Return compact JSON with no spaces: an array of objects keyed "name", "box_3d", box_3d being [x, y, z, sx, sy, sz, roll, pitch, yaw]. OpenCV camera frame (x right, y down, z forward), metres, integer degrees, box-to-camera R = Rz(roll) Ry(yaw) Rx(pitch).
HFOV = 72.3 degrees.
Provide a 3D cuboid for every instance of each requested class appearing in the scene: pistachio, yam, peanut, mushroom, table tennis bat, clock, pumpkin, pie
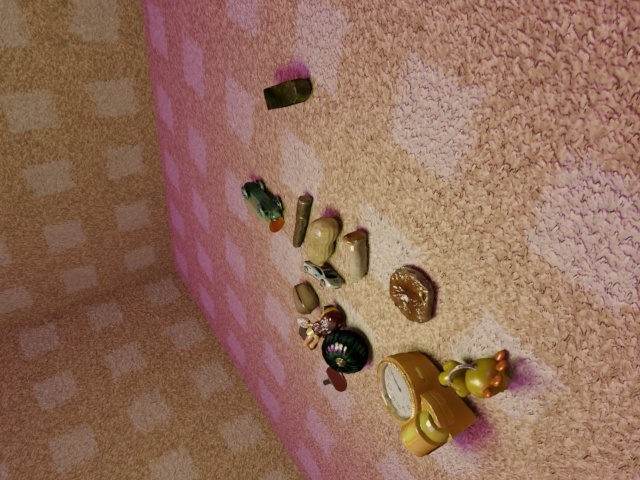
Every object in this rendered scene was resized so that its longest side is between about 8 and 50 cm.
[{"name":"pistachio","box_3d":[-0.074,0.263,1.983,0.149,0.113,0.113,60,149,12]},{"name":"yam","box_3d":[-0.080,-0.075,1.824,0.061,0.061,0.274,48,145,31]},{"name":"peanut","box_3d":[0.000,0.000,1.694,0.123,0.124,0.256,52,150,26]},{"name":"mushroom","box_3d":[0.128,0.062,1.564,0.071,0.084,0.209,-120,20,-58]},{"name":"table tennis bat","box_3d":[0.063,0.673,2.114,0.130,0.019,0.220,61,148,12]},{"name":"clock","box_3d":[0.320,0.521,1.446,0.317,0.200,0.244,60,146,31]},{"name":"pumpkin","box_3d":[0.097,0.452,1.770,0.202,0.140,0.202,15,130,19]},{"name":"pie","box_3d":[0.289,0.173,1.404,0.195,0.046,0.195,38,138,43]}]

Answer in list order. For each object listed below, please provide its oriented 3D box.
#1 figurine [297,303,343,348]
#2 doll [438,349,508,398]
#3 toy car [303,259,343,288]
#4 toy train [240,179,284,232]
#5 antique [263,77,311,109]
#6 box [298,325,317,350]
[{"name":"figurine","box_3d":[0.003,0.369,1.865,0.240,0.175,0.115,-47,42,36]},{"name":"doll","box_3d":[0.440,0.377,1.223,0.135,0.143,0.221,36,153,-1]},{"name":"toy car","box_3d":[0.012,0.135,1.781,0.205,0.095,0.056,34,117,44]},{"name":"toy train","box_3d":[-0.270,-0.158,2.039,0.285,0.116,0.177,45,155,34]},{"name":"antique","box_3d":[-0.115,-0.526,1.573,0.221,0.080,0.081,12,120,54]},{"name":"box","box_3d":[-0.059,0.476,2.172,0.126,0.031,0.091,47,144,31]}]
